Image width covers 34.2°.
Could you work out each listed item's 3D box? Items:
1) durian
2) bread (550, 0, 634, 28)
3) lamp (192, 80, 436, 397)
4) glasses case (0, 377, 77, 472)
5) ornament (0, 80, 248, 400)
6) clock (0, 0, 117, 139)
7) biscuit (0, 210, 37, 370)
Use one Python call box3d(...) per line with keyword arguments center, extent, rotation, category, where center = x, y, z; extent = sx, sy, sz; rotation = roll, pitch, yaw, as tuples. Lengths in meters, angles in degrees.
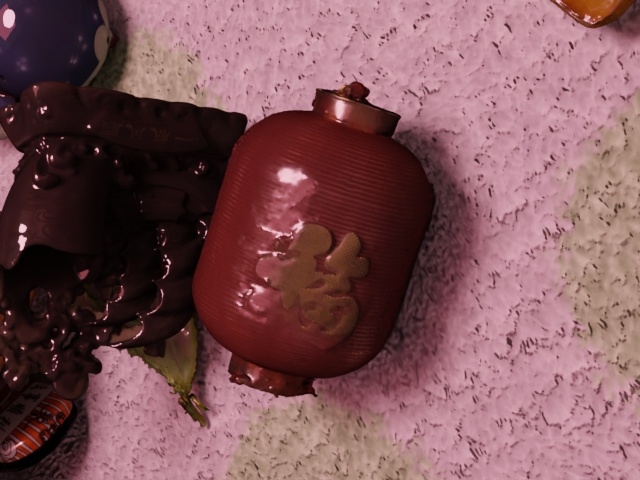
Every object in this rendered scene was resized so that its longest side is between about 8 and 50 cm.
box3d(center=(-0.177, 0.087, 0.995), extent=(0.215, 0.100, 0.086), rotation=(42, 120, -18), category="durian")
box3d(center=(0.219, -0.277, 0.737), extent=(0.161, 0.088, 0.233), rotation=(51, 119, 33), category="bread")
box3d(center=(0.000, 0.000, 0.837), extent=(0.180, 0.180, 0.258), rotation=(26, 101, 35), category="lamp")
box3d(center=(-0.374, 0.200, 1.142), extent=(0.266, 0.103, 0.067), rotation=(-5, 125, 37), category="glasses case")
box3d(center=(-0.175, 0.008, 0.919), extent=(0.106, 0.251, 0.261), rotation=(-10, 81, 52), category="ornament")
box3d(center=(-0.325, -0.204, 1.113), extent=(0.243, 0.146, 0.200), rotation=(-23, 69, 42), category="clock")
box3d(center=(-0.438, 0.126, 1.118), extent=(0.381, 0.074, 0.359), rotation=(-31, 33, 31), category="biscuit")
